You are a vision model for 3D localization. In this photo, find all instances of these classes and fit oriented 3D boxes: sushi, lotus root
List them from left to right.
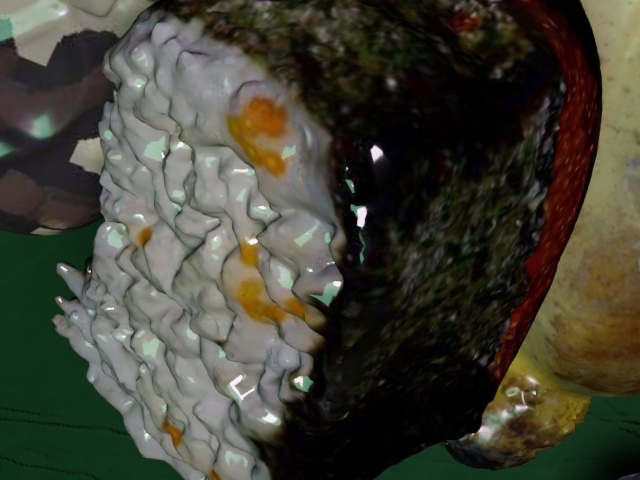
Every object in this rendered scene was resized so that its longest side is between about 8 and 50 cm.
[{"bbox_3d":[0.000,0.000,0.609,0.136,0.126,0.225,48,140,20],"label":"sushi"},{"bbox_3d":[0.107,-0.050,0.671,0.173,0.173,0.309,22,124,2],"label":"lotus root"}]

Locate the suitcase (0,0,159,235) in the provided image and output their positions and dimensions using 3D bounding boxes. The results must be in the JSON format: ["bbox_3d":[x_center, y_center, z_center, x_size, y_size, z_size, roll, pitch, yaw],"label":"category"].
[{"bbox_3d":[-0.174,-0.163,0.649,0.351,0.194,0.339,28,120,-15],"label":"suitcase"}]

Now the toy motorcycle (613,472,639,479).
[{"bbox_3d":[0.281,0.165,0.765,0.340,0.108,0.223,0,139,26],"label":"toy motorcycle"}]
